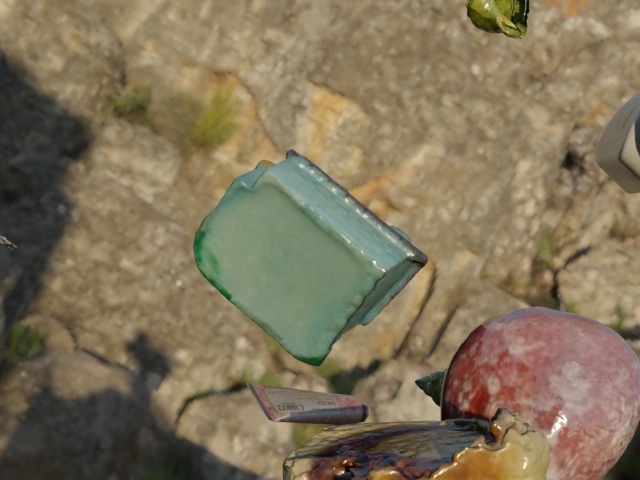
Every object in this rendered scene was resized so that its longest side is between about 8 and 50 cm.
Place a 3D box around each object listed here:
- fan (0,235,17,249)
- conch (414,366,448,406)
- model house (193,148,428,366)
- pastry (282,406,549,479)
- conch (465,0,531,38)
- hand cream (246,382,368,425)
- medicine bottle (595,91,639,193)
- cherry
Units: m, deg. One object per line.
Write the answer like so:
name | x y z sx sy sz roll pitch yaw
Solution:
fan | -0.456 -0.043 1.360 0.335 0.011 0.229 21 -13 37
conch | 0.263 0.246 1.940 0.106 0.173 0.116 29 -36 54
model house | 0.000 0.000 1.801 0.280 0.230 0.248 42 30 9
pastry | 0.095 0.262 1.178 0.255 0.170 0.237 -11 -1 -10
conch | 0.263 -0.339 1.713 0.074 0.089 0.121 -2 36 -37
hand cream | -0.012 0.226 1.604 0.209 0.043 0.067 14 33 -47
medicine bottle | 0.448 -0.143 1.480 0.124 0.179 0.324 46 4 4
cherry | 0.262 0.185 1.392 0.212 0.286 0.236 32 -34 -15
